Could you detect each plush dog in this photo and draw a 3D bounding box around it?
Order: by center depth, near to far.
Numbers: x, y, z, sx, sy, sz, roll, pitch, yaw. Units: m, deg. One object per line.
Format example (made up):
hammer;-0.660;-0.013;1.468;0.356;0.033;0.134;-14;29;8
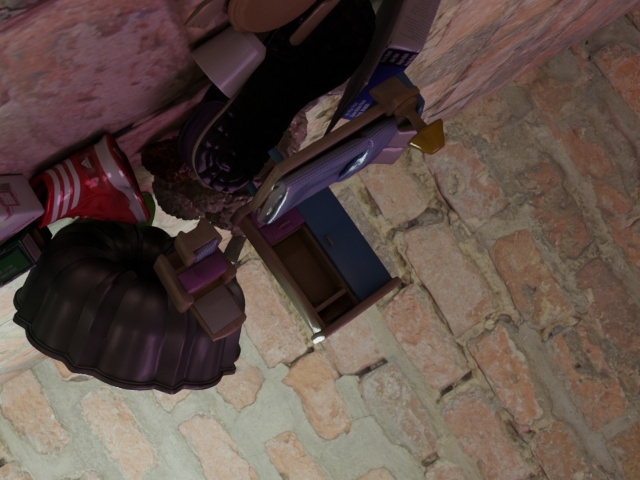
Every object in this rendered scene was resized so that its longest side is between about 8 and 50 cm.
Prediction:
plush dog;-0.114;-0.105;1.093;0.262;0.211;0.225;-33;151;-4

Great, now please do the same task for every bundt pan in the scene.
bundt pan;-0.252;0.070;1.105;0.331;0.330;0.124;-25;138;-66

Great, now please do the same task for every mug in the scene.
mug;-0.095;-0.198;0.823;0.064;0.078;0.062;-40;141;7

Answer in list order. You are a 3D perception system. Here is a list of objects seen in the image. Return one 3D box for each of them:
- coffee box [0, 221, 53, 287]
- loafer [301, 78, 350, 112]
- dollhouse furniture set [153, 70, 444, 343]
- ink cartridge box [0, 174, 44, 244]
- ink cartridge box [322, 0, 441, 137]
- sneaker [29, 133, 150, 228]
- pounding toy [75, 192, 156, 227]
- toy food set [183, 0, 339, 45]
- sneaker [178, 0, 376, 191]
coffee box;-0.396;0.024;0.968;0.113;0.040;0.184;-32;-163;-6
loafer;0.003;-0.241;1.220;0.125;0.045;0.039;-29;-150;8
dollhouse furniture set;0.000;0.000;0.889;0.286;0.198;0.303;-34;176;-26
ink cartridge box;-0.369;-0.025;0.832;0.088;0.052;0.122;-32;177;15
ink cartridge box;0.081;-0.229;0.941;0.224;0.045;0.223;-67;-172;-15
sneaker;-0.294;-0.058;0.979;0.128;0.087;0.221;-22;164;-9
pounding toy;-0.313;0.002;1.307;0.237;0.110;0.183;-30;177;-26
toy food set;-0.042;-0.244;0.736;0.132;0.038;0.192;-41;168;27
sneaker;-0.065;-0.196;0.912;0.283;0.107;0.124;-46;-142;-1
